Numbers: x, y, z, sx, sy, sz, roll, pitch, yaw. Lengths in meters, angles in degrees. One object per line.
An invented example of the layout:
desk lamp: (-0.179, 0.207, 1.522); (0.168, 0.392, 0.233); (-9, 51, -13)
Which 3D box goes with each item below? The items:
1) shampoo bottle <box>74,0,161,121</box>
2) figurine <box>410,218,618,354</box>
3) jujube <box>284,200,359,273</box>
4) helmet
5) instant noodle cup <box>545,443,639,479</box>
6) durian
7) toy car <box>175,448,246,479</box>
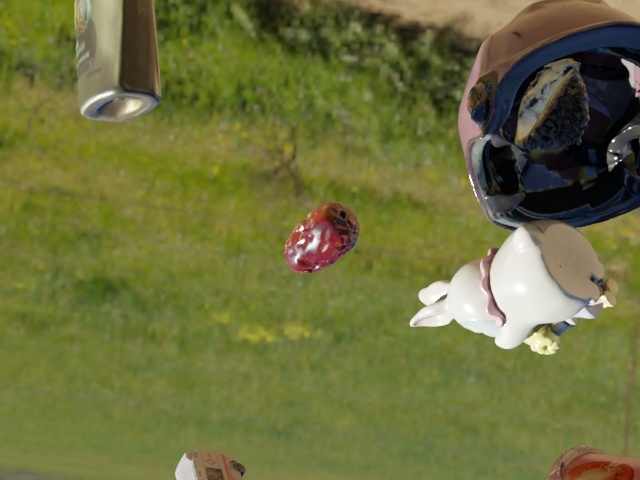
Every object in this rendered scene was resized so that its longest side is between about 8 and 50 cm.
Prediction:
shampoo bottle: (-0.247, -0.321, 1.589); (0.084, 0.350, 0.125); (4, 165, -36)
figurine: (0.233, 0.072, 1.668); (0.155, 0.127, 0.235); (25, 144, -26)
jujube: (0.000, 0.000, 1.879); (0.077, 0.077, 0.129); (16, 136, -36)
helmet: (0.292, -0.176, 1.637); (0.270, 0.197, 0.338); (-6, 134, -9)
instant noodle cup: (0.366, 0.325, 1.354); (0.231, 0.243, 0.243); (-6, 162, 37)
durian: (0.219, -0.119, 1.257); (0.052, 0.066, 0.130); (7, 155, -15)
toy car: (-0.184, 0.449, 2.345); (0.108, 0.089, 0.210); (23, -162, -23)
